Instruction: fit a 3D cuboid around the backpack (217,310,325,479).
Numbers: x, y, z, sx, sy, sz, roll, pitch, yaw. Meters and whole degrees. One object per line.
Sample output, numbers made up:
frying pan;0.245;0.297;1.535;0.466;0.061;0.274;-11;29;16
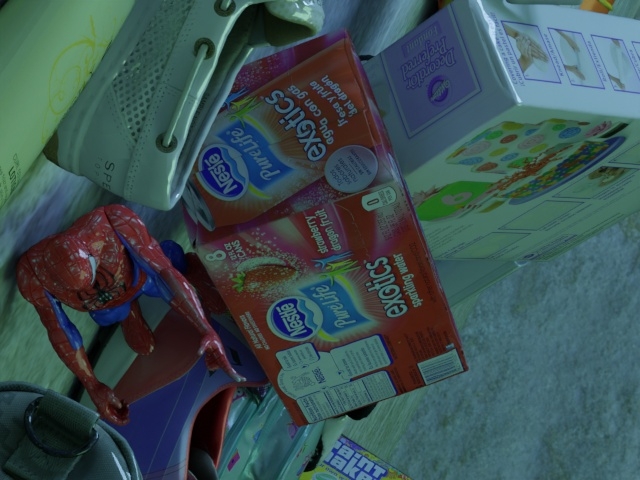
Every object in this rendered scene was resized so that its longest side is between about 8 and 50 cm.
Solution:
backpack;-0.081;0.155;1.514;0.188;0.144;0.166;-47;169;-38

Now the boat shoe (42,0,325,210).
boat shoe;-0.038;-0.139;1.032;0.277;0.096;0.098;-58;169;-5

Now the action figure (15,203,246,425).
action figure;-0.101;0.056;1.152;0.091;0.139;0.280;-31;167;4

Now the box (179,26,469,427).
box;0.000;0.000;1.222;0.128;0.122;0.257;-20;147;4

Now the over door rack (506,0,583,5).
over door rack;0.201;-0.340;1.281;0.239;0.108;0.324;104;-6;-54

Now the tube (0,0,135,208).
tube;-0.137;-0.073;0.874;0.070;0.062;0.240;-11;-142;46

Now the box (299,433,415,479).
box;0.011;0.371;2.105;0.177;0.290;0.279;-51;165;-36

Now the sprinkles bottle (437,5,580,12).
sprinkles bottle;0.159;-0.186;1.730;0.121;0.121;0.355;-44;161;-55

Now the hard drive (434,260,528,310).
hard drive;0.111;0.028;1.903;0.353;0.047;0.233;-35;-172;42

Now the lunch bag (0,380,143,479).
lunch bag;-0.204;0.240;0.982;0.256;0.212;0.305;-49;166;-40

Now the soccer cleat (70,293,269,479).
soccer cleat;-0.140;0.183;1.375;0.318;0.116;0.108;-64;168;20

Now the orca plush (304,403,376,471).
orca plush;-0.012;0.089;1.763;0.102;0.151;0.287;-2;132;-40

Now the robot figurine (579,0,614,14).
robot figurine;0.226;-0.261;1.825;0.128;0.158;0.219;-94;-151;-68

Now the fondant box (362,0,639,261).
fondant box;0.144;-0.073;1.434;0.330;0.096;0.238;0;155;-48

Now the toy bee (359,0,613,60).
toy bee;0.152;-0.203;1.472;0.195;0.162;0.298;9;98;-34
